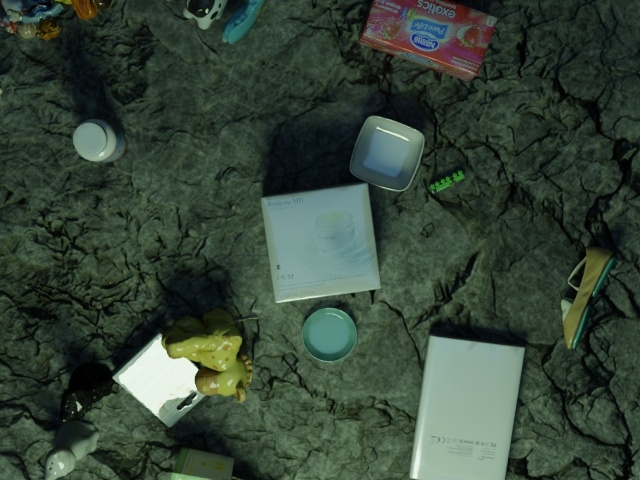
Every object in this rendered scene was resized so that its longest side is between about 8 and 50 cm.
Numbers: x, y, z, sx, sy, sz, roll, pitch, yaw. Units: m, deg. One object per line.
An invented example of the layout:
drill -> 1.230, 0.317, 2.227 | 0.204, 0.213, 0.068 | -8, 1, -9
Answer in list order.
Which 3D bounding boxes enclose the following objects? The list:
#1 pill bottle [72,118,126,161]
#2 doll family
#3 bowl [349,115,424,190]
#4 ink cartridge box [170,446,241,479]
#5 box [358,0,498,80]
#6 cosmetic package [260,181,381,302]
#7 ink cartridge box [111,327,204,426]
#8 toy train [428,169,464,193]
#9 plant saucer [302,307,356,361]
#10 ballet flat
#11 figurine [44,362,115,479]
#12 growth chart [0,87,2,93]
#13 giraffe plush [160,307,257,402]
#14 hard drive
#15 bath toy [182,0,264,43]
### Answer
pill bottle -> -0.456, -0.205, 1.802 | 0.087, 0.160, 0.087 | 0, 95, -1
doll family -> -0.551, -0.503, 1.798 | 0.263, 0.118, 0.163 | -21, 95, 0
bowl -> 0.140, -0.184, 1.875 | 0.142, 0.053, 0.142 | 19, 93, -3
ink cartridge box -> -0.194, 0.510, 1.857 | 0.235, 0.171, 0.056 | 11, 94, -3
box -> 0.220, -0.436, 1.823 | 0.257, 0.122, 0.128 | 19, 94, -3
cosmetic package -> 0.000, 0.000, 1.843 | 0.224, 0.138, 0.224 | -8, 93, -1
ink cartridge box -> -0.340, 0.298, 1.913 | 0.145, 0.045, 0.179 | -42, 112, 1
toy train -> 0.274, -0.127, 1.901 | 0.083, 0.017, 0.023 | -27, 105, 0
plant saucer -> 0.019, 0.205, 1.915 | 0.119, 0.021, 0.119 | 0, 94, -2
ballet flat -> 0.566, 0.121, 1.911 | 0.073, 0.080, 0.232 | 24, 91, 25
figurine -> -0.512, 0.380, 1.819 | 0.092, 0.209, 0.215 | 16, 94, -3
growth chart -> -0.792, -0.293, 1.856 | 0.237, 0.021, 0.172 | 17, 93, -3
giraffe plush -> -0.216, 0.251, 1.846 | 0.210, 0.181, 0.170 | -7, 107, 16
hard drive -> 0.320, 0.375, 1.927 | 0.210, 0.040, 0.318 | 7, 94, -2
bath toy -> -0.276, -0.562, 1.799 | 0.348, 0.129, 0.151 | 33, 59, -4
